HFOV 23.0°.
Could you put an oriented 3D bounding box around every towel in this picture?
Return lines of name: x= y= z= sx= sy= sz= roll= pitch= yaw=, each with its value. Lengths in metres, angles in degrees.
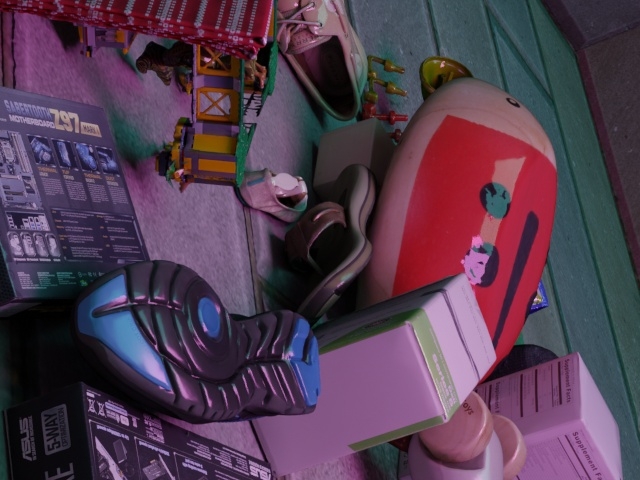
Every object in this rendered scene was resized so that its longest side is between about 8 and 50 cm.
towel: x=-0.177 y=-0.240 z=1.395 sx=0.199 sy=0.274 sz=0.031 roll=-86 pitch=-173 yaw=-52

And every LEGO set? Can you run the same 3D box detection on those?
LEGO set: x=-0.154 y=-0.207 z=1.586 sx=0.331 sy=0.192 sz=0.255 roll=-78 pitch=172 yaw=-52

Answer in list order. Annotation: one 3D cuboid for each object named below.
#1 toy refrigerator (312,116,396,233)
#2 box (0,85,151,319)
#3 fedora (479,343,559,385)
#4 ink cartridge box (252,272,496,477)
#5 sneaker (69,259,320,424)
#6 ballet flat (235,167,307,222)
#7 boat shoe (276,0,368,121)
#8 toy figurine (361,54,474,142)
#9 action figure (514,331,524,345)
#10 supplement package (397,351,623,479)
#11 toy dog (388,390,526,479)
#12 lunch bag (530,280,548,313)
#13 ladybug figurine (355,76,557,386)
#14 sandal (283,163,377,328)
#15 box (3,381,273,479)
toy refrigerator: x=0.090 y=-0.029 z=2.099 sx=0.269 sy=0.094 sz=0.102 roll=52 pitch=32 yaw=-38
box: x=-0.231 y=-0.029 z=1.283 sx=0.232 sy=0.059 sz=0.183 roll=3 pitch=67 yaw=-68
fedora: x=0.293 y=0.262 z=2.244 sx=0.334 sy=0.152 sz=0.334 roll=52 pitch=25 yaw=-38
ink cartridge box: x=0.059 y=0.138 z=1.675 sx=0.115 sy=0.198 sz=0.273 roll=69 pitch=19 yaw=-2
sneaker: x=-0.124 y=0.107 z=1.324 sx=0.341 sy=0.139 sz=0.125 roll=30 pitch=51 yaw=-61
ballet flat: x=-0.042 y=-0.054 z=1.824 sx=0.168 sy=0.052 sz=0.057 roll=6 pitch=64 yaw=-69
boat shoe: x=-0.018 y=-0.287 z=2.057 sx=0.098 sy=0.109 sz=0.302 roll=-89 pitch=157 yaw=-49
toy figurine: x=0.152 y=-0.101 z=2.347 sx=0.362 sy=0.191 sz=0.217 roll=-95 pitch=-174 yaw=-55
action figure: x=0.282 y=0.103 z=2.514 sx=0.137 sy=0.063 sz=0.232 roll=49 pitch=31 yaw=-40
supplement package: x=0.237 y=0.262 z=1.955 sx=0.139 sy=0.244 sz=0.134 roll=59 pitch=22 yaw=-27
toy dog: x=0.119 y=0.317 z=1.766 sx=0.220 sy=0.161 sz=0.334 roll=65 pitch=35 yaw=-37
lunch bag: x=0.254 y=0.063 z=2.347 sx=0.096 sy=0.151 sz=0.129 roll=15 pitch=57 yaw=-67
ladybug figurine: x=0.181 y=0.012 z=1.966 sx=0.305 sy=0.162 sz=0.449 roll=36 pitch=67 yaw=-55
sandal: x=-0.001 y=0.000 z=1.832 sx=0.086 sy=0.120 sz=0.303 roll=32 pitch=29 yaw=-13
box: x=-0.120 y=0.269 z=1.249 sx=0.307 sy=0.076 sz=0.242 roll=35 pitch=38 yaw=-57
